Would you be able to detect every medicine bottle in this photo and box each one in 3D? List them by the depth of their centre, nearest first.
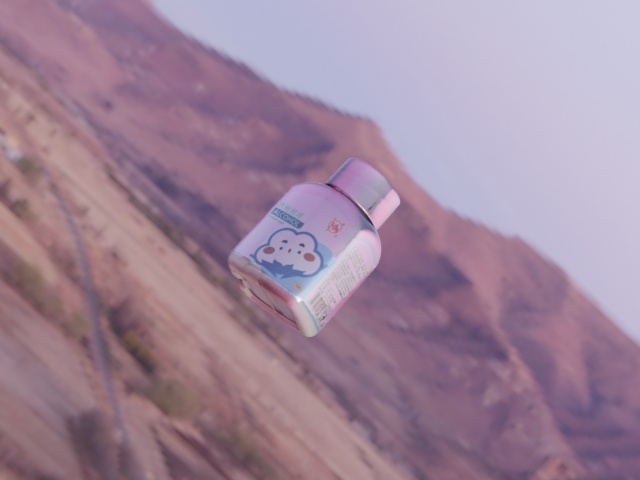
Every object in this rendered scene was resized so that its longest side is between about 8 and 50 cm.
[{"bbox_3d":[0.000,0.000,1.832,0.119,0.188,0.094,32,-19,31],"label":"medicine bottle"}]
